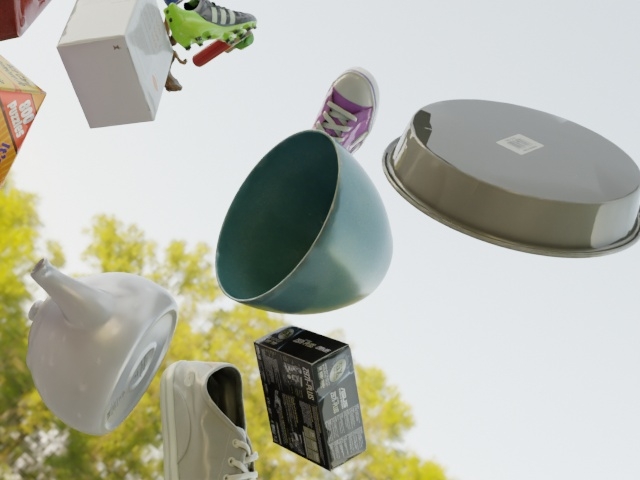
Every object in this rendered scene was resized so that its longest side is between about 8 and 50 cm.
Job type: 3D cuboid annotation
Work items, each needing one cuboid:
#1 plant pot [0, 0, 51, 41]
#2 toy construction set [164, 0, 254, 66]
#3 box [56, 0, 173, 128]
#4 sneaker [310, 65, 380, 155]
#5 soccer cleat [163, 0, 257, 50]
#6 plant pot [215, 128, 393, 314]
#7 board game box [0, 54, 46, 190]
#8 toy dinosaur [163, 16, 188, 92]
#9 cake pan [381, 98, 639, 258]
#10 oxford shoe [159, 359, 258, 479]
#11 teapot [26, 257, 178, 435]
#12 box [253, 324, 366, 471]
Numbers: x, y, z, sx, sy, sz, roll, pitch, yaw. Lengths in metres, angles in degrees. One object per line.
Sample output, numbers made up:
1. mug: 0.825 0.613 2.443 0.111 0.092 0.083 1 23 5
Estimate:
1. plant pot: -0.533 -0.437 1.482 0.235 0.267 0.267 11 -50 4
2. toy construction set: -0.145 -0.463 1.592 0.237 0.257 0.309 -21 -102 45
3. box: -0.264 -0.250 1.307 0.091 0.170 0.130 -6 -49 9
4. sneaker: 0.009 -0.166 1.761 0.102 0.161 0.282 31 -56 9
5. soccer cleat: -0.154 -0.321 1.438 0.060 0.179 0.072 -29 -92 35
6. plant pot: 0.000 0.000 1.561 0.195 0.290 0.290 30 -15 -32
7. board game box: -0.588 -0.110 1.030 0.356 0.356 0.356 39 20 21
8. toy dinosaur: -0.282 -0.365 1.742 0.112 0.064 0.212 -18 -85 19
9. cake pan: 0.214 -0.079 1.077 0.293 0.293 0.054 28 -57 28
10. oxford shoe: -0.159 0.383 1.573 0.169 0.130 0.449 48 26 -55
11. teapot: -0.336 0.145 1.437 0.187 0.256 0.252 26 14 8
12. box: -0.016 0.235 1.511 0.147 0.077 0.180 12 -62 50
